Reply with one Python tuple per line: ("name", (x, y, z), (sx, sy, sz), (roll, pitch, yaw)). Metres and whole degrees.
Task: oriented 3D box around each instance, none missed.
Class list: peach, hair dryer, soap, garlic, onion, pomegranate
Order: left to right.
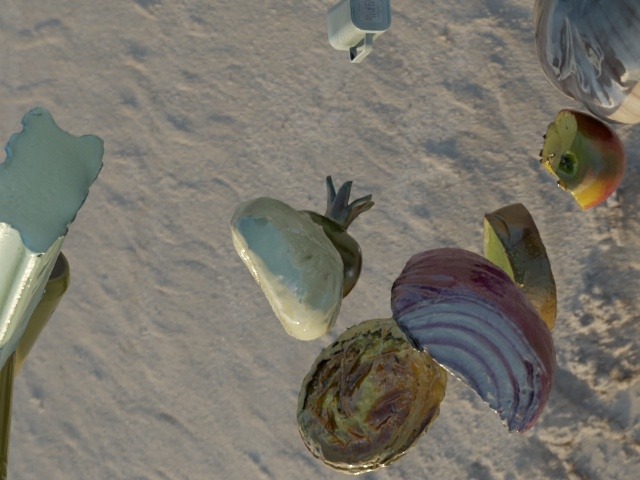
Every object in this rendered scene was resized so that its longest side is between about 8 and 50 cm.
("hair dryer", (-0.277, 0.118, 0.758), (0.135, 0.090, 0.278), (-52, 33, 23))
("soap", (-0.223, 0.011, 0.638), (0.063, 0.114, 0.198), (28, 138, -12))
("pomegranate", (0.000, 0.000, 1.334), (0.131, 0.152, 0.191), (9, 70, 60))
("onion", (0.226, 0.091, 1.157), (0.250, 0.247, 0.111), (40, 123, 0))
("peach", (0.384, -0.112, 1.280), (0.118, 0.151, 0.151), (3, 101, -1))
("garlic", (0.425, -0.327, 1.204), (0.317, 0.259, 0.317), (-37, 35, 32))

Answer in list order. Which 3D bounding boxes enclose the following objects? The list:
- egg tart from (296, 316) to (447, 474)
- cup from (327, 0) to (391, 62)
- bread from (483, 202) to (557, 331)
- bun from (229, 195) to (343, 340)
("egg tart", (0.097, 0.255, 1.464), (0.297, 0.132, 0.297), (-24, 45, 26))
("cup", (0.078, -0.430, 1.792), (0.129, 0.095, 0.128), (166, 102, -70))
("bread", (0.340, 0.056, 1.535), (0.070, 0.236, 0.236), (-14, 85, -1))
("bun", (-0.030, 0.026, 1.043), (0.183, 0.102, 0.183), (58, 170, 17))
